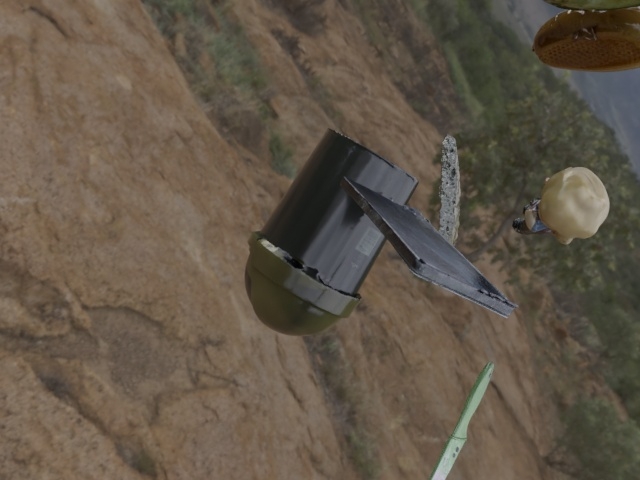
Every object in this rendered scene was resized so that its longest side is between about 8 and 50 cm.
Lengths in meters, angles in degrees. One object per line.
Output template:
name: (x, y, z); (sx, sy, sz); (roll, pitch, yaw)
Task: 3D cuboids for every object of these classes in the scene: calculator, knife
calculator: (0.125, -0.002, 0.859); (0.161, 0.021, 0.261); (24, 16, -27)
knife: (0.177, 0.241, 0.864); (0.030, 0.014, 0.207); (51, 60, -32)

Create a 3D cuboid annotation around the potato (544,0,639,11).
potato: (0.398, -0.390, 0.849); (0.173, 0.307, 0.210); (122, -31, -88)

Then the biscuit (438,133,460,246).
biscuit: (0.277, -0.089, 1.449); (0.141, 0.038, 0.290); (61, 31, -56)

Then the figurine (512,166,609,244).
figurine: (0.388, -0.055, 1.132); (0.108, 0.114, 0.196); (49, -12, -7)

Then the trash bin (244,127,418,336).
trash bin: (0.000, 0.000, 1.126); (0.214, 0.334, 0.214); (28, 6, -3)

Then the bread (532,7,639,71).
bread: (0.410, -0.301, 1.010); (0.114, 0.189, 0.077); (37, 72, -46)
